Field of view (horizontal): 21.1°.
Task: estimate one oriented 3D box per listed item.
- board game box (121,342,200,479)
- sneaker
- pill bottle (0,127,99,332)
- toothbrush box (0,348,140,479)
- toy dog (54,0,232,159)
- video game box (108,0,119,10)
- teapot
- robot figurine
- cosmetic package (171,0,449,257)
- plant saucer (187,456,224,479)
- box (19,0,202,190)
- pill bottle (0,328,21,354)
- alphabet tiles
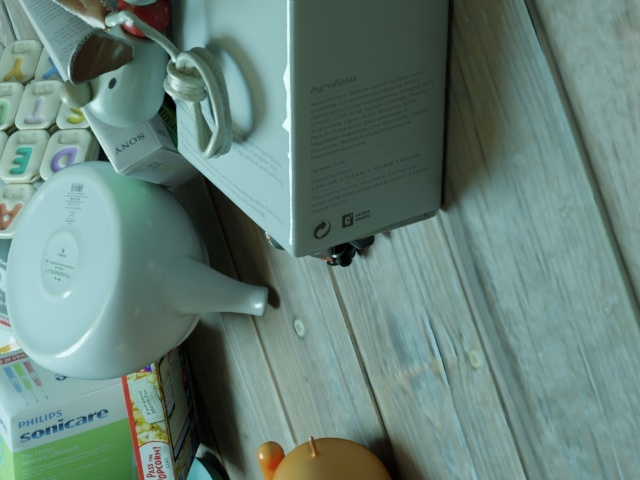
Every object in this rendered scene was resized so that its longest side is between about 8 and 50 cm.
[{"bbox_3d":[-0.186,0.187,2.008,0.147,0.045,0.193,-73,-23,-69],"label":"board game box"},{"bbox_3d":[0.000,0.000,1.601,0.065,0.061,0.158,65,154,-1],"label":"sneaker"},{"bbox_3d":[-0.355,-0.027,2.147,0.161,0.161,0.283,55,149,30],"label":"pill bottle"},{"bbox_3d":[-0.312,0.264,2.197,0.122,0.206,0.283,50,148,43],"label":"toothbrush box"},{"bbox_3d":[-0.187,-0.215,1.363,0.220,0.161,0.333,43,142,53],"label":"toy dog"},{"bbox_3d":[-0.243,-0.333,1.755,0.187,0.048,0.205,62,-174,15],"label":"video game box"},{"bbox_3d":[-0.211,0.040,1.872,0.252,0.187,0.256,-47,50,28],"label":"teapot"},{"bbox_3d":[0.002,0.277,1.694,0.219,0.128,0.158,106,162,-49],"label":"robot figurine"},{"bbox_3d":[-0.013,-0.209,1.385,0.217,0.156,0.385,43,141,44],"label":"cosmetic package"},{"bbox_3d":[-0.134,0.315,2.100,0.119,0.021,0.119,40,139,46],"label":"plant saucer"},{"bbox_3d":[-0.231,-0.206,1.743,0.322,0.058,0.232,61,-174,5],"label":"box"},{"bbox_3d":[-0.383,0.170,2.373,0.121,0.121,0.216,-29,81,63],"label":"pill bottle"},{"bbox_3d":[-0.383,-0.126,2.015,0.284,0.278,0.021,1,150,24],"label":"alphabet tiles"}]
